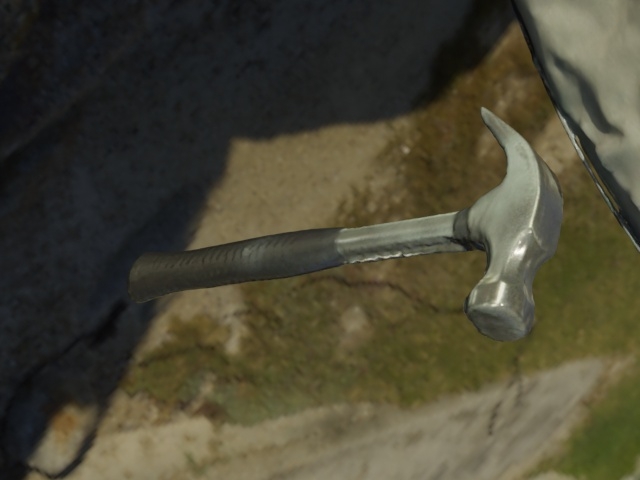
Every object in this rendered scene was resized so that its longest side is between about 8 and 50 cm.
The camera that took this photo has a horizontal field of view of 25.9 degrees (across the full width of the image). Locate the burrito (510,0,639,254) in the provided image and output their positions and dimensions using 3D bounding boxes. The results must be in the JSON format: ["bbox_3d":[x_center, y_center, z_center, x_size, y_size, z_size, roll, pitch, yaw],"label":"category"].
[{"bbox_3d":[0.135,-0.107,0.527,0.101,0.445,0.139,-12,166,-34],"label":"burrito"}]

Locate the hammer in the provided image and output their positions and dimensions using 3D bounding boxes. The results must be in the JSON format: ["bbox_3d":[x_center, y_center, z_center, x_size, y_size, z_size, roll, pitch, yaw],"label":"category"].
[{"bbox_3d":[0.000,0.000,0.638,0.029,0.246,0.103,42,55,-38],"label":"hammer"}]
